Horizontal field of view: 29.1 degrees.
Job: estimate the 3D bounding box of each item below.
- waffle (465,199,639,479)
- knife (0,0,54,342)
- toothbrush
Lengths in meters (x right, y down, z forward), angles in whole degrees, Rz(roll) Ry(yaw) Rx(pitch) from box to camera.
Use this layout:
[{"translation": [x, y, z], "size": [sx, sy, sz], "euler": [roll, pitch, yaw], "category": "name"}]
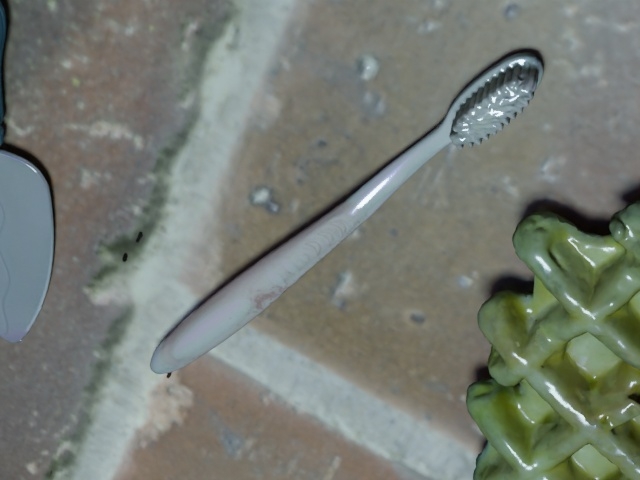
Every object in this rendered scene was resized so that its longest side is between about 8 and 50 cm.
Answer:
[{"translation": [0.225, 0.112, 0.621], "size": [0.309, 0.056, 0.292], "euler": [4, 119, 17], "category": "waffle"}, {"translation": [-0.184, -0.036, 0.705], "size": [0.058, 0.032, 0.244], "euler": [1, 124, 10], "category": "knife"}, {"translation": [0.000, 0.000, 0.654], "size": [0.025, 0.030, 0.307], "euler": [41, 124, -15], "category": "toothbrush"}]
